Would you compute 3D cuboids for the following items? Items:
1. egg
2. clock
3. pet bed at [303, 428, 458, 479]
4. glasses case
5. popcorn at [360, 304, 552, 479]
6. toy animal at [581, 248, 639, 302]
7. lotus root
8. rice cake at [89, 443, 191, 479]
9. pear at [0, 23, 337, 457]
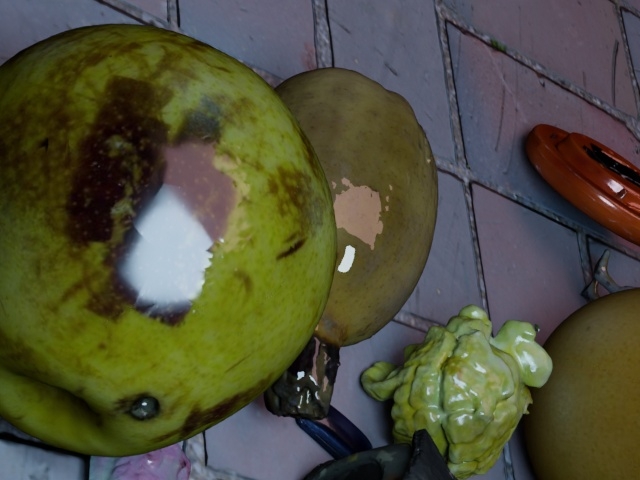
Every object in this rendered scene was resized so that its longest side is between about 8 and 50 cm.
[{"bbox_3d":[0.331,0.186,1.524,0.322,0.250,0.250,43,40,-31],"label":"egg"},{"bbox_3d":[0.311,-0.061,1.758,0.205,0.051,0.205,31,18,-12],"label":"clock"},{"bbox_3d":[0.074,0.265,1.233,0.211,0.159,0.183,56,37,-11],"label":"pet bed"},{"bbox_3d":[0.016,0.159,1.344,0.083,0.023,0.033,45,41,-24],"label":"glasses case"},{"bbox_3d":[0.120,0.138,1.396,0.135,0.162,0.141,-113,-159,-64],"label":"popcorn"},{"bbox_3d":[0.362,0.064,1.730,0.160,0.272,0.197,23,46,7],"label":"toy animal"},{"bbox_3d":[0.000,0.000,1.314,0.183,0.182,0.310,38,48,-30],"label":"lotus root"},{"bbox_3d":[-0.151,0.233,1.066,0.081,0.051,0.290,48,38,-23],"label":"rice cake"},{"bbox_3d":[-0.127,-0.001,1.069,0.283,0.283,0.284,29,47,-38],"label":"pear"}]
